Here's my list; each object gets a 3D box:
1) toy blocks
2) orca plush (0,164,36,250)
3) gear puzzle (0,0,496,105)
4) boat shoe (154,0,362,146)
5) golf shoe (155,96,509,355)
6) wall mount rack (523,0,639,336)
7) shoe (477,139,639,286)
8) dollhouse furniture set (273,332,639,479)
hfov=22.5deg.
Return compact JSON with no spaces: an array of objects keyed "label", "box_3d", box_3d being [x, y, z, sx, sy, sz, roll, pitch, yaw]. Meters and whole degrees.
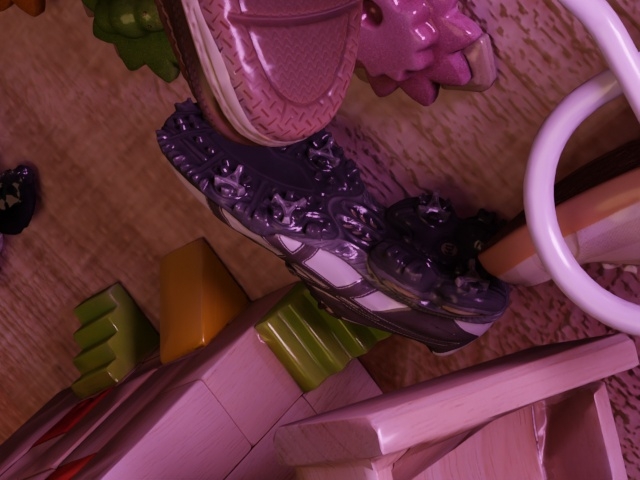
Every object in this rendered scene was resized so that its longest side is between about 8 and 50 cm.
[{"label":"toy blocks","box_3d":[-0.141,0.170,0.941,0.381,0.261,0.191,-26,104,48]},{"label":"orca plush","box_3d":[-0.257,-0.051,0.978,0.151,0.102,0.287,35,138,12]},{"label":"gear puzzle","box_3d":[-0.080,-0.151,0.791,0.338,0.044,0.176,9,128,35]},{"label":"boat shoe","box_3d":[-0.051,-0.157,0.676,0.095,0.095,0.258,-19,75,45]},{"label":"golf shoe","box_3d":[0.000,0.000,0.819,0.198,0.077,0.094,30,144,10]},{"label":"wall mount rack","box_3d":[0.170,-0.093,0.521,0.350,0.130,0.304,-30,90,33]},{"label":"shoe","box_3d":[0.154,-0.015,0.682,0.219,0.076,0.058,-27,97,46]},{"label":"dollhouse furniture set","box_3d":[0.196,0.157,0.585,0.394,0.362,0.257,-15,89,48]}]
